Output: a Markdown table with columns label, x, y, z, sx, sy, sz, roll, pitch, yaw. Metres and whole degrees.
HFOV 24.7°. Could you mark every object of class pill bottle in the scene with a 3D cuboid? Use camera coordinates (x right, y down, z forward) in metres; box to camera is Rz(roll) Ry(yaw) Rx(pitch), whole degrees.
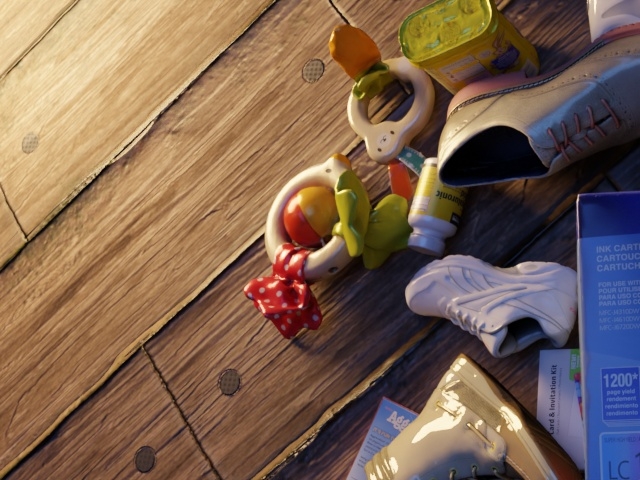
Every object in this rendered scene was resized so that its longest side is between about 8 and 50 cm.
| label | x | y | z | sx | sy | sz | roll | pitch | yaw |
| --- | --- | --- | --- | --- | --- | --- | --- | --- | --- |
| pill bottle | 0.149 | -0.042 | 1.864 | 0.065 | 0.065 | 0.116 | 11 | 81 | 33 |

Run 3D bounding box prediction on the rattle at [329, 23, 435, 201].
| label | x | y | z | sx | sy | sz | roll | pitch | yaw |
| --- | --- | --- | --- | --- | --- | --- | --- | --- | --- |
| rattle | 0.082 | -0.167 | 1.906 | 0.130 | 0.143 | 0.200 | -4 | 65 | 11 |

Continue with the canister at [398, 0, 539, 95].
| label | x | y | z | sx | sy | sz | roll | pitch | yaw |
| --- | --- | --- | --- | --- | --- | --- | --- | --- | --- |
| canister | 0.191 | -0.239 | 1.840 | 0.126 | 0.170 | 0.073 | -23 | 64 | 23 |

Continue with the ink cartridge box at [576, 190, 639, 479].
| label | x | y | z | sx | sy | sz | roll | pitch | yaw |
| --- | --- | --- | --- | --- | --- | --- | --- | --- | --- |
| ink cartridge box | 0.417 | 0.089 | 1.578 | 0.270 | 0.151 | 0.396 | -4 | 70 | 14 |

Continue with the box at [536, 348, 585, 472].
| label | x | y | z | sx | sy | sz | roll | pitch | yaw |
| --- | --- | --- | --- | --- | --- | --- | --- | --- | --- |
| box | 0.343 | 0.196 | 1.686 | 0.186 | 0.038 | 0.145 | -4 | 71 | 31 |

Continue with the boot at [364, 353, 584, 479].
| label | x | y | z | sx | sy | sz | roll | pitch | yaw |
| --- | --- | --- | --- | --- | --- | --- | --- | --- | --- |
| boot | 0.170 | 0.274 | 1.675 | 0.203 | 0.095 | 0.262 | -47 | 42 | 5 |

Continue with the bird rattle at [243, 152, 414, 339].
| label | x | y | z | sx | sy | sz | roll | pitch | yaw |
| --- | --- | --- | --- | --- | --- | --- | --- | --- | --- |
| bird rattle | 0.000 | 0.000 | 1.934 | 0.253 | 0.143 | 0.207 | -42 | 45 | 28 |

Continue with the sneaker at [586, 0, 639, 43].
| label | x | y | z | sx | sy | sz | roll | pitch | yaw |
| --- | --- | --- | --- | --- | --- | --- | --- | --- | --- |
| sneaker | 0.473 | -0.259 | 1.726 | 0.330 | 0.122 | 0.146 | 13 | 99 | 32 |

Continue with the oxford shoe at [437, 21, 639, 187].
| label | x | y | z | sx | sy | sz | roll | pitch | yaw |
| --- | --- | --- | --- | --- | --- | --- | --- | --- | --- |
| oxford shoe | 0.315 | -0.141 | 1.723 | 0.397 | 0.140 | 0.146 | -19 | 30 | 36 |

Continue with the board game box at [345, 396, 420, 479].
| label | x | y | z | sx | sy | sz | roll | pitch | yaw |
| --- | --- | --- | --- | --- | --- | --- | --- | --- | --- |
| board game box | 0.161 | 0.310 | 1.764 | 0.281 | 0.027 | 0.145 | 24 | 89 | 34 |

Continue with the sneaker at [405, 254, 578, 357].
| label | x | y | z | sx | sy | sz | roll | pitch | yaw |
| --- | --- | --- | --- | --- | --- | --- | --- | --- | --- |
| sneaker | 0.200 | 0.085 | 1.761 | 0.232 | 0.090 | 0.115 | -2 | 56 | 32 |
